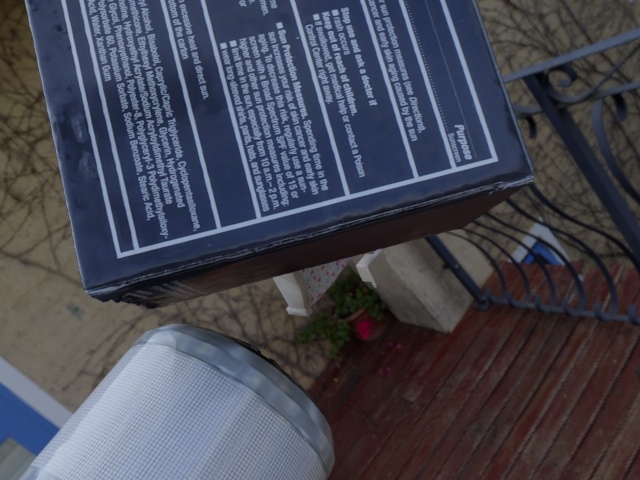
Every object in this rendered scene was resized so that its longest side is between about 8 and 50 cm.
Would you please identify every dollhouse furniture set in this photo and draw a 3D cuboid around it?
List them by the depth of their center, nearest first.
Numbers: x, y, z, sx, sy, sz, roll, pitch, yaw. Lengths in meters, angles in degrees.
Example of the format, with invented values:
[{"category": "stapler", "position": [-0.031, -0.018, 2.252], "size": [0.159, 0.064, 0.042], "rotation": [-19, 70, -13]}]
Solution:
[{"category": "dollhouse furniture set", "position": [0.000, 0.000, 0.724], "size": [0.174, 0.355, 0.303], "rotation": [0, 38, 44]}]

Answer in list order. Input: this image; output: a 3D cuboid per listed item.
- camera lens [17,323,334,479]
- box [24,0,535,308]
[{"category": "camera lens", "position": [-0.132, 0.226, 0.478], "size": [0.219, 0.219, 0.274], "rotation": [-20, 28, 48]}, {"category": "box", "position": [-0.040, -0.125, 0.455], "size": [0.294, 0.296, 0.183], "rotation": [-14, -9, -3]}]
